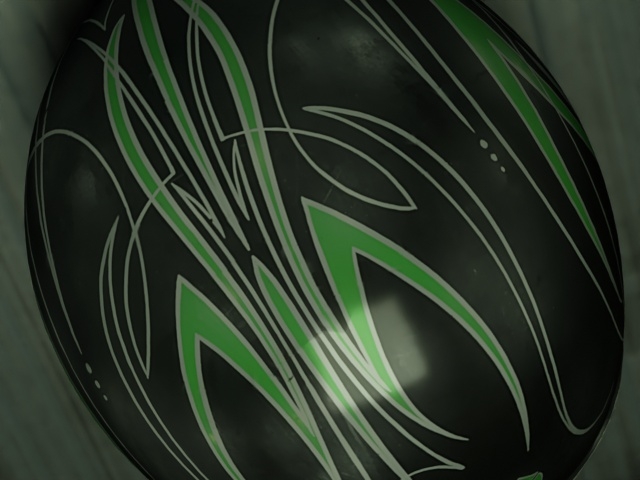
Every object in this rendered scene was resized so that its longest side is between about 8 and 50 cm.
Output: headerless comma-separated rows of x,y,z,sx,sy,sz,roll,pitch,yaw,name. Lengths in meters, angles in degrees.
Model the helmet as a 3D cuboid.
0.000,0.000,0.532,0.169,0.169,0.161,-30,142,11,helmet
